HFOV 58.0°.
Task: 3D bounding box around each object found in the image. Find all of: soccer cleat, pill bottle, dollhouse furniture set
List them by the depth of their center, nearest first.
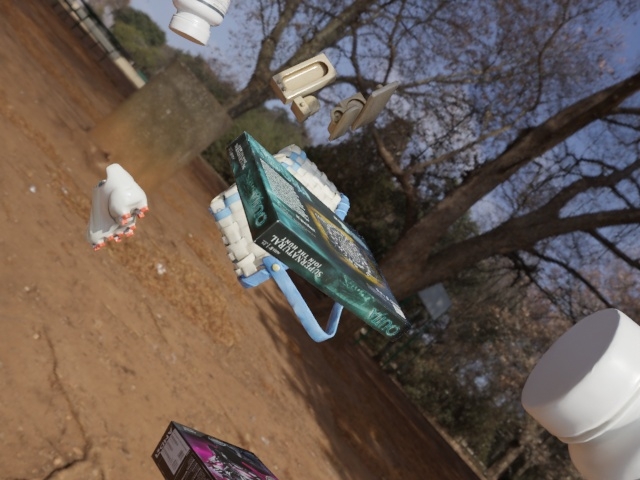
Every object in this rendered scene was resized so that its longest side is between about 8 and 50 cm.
[{"bbox_3d":[0.445,0.263,0.705,0.361,0.204,0.204,41,-8,7],"label":"pill bottle"},{"bbox_3d":[-0.300,-0.045,0.832,0.196,0.068,0.076,-30,-93,52],"label":"soccer cleat"},{"bbox_3d":[0.020,-0.271,1.002,0.151,0.144,0.123,57,-20,6],"label":"dollhouse furniture set"},{"bbox_3d":[-0.236,-0.496,1.166,0.108,0.180,0.108,24,5,-2],"label":"pill bottle"}]

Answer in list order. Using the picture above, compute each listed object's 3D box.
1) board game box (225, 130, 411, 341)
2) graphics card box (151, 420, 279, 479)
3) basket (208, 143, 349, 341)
[{"bbox_3d":[0.000,0.000,0.492,0.186,0.026,0.126,40,17,-40],"label":"board game box"},{"bbox_3d":[-0.160,0.488,1.103,0.233,0.094,0.371,34,-12,-29],"label":"graphics card box"},{"bbox_3d":[-0.038,0.000,0.991,0.289,0.201,0.255,54,24,-10],"label":"basket"}]
